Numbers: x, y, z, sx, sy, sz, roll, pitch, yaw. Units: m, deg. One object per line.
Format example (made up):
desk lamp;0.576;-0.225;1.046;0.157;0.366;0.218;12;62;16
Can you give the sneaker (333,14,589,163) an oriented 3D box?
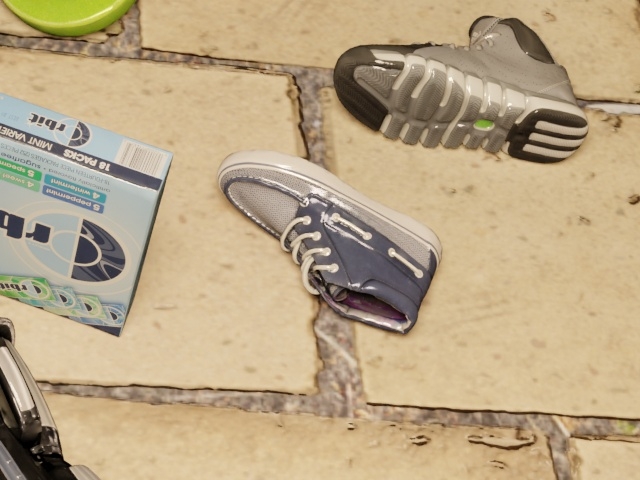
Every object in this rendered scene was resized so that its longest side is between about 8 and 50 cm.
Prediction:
sneaker;0.115;-0.146;1.533;0.229;0.086;0.132;15;46;-18

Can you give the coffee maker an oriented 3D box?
coffee maker;-0.235;0.164;1.179;0.171;0.120;0.178;-31;65;-12

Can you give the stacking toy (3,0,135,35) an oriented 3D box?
stacking toy;-0.202;-0.307;1.568;0.309;0.130;0.279;37;79;16

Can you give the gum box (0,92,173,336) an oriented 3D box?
gum box;-0.197;-0.019;1.270;0.157;0.184;0.041;19;52;-2

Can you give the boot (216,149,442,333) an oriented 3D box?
boot;0.000;0.000;1.387;0.190;0.069;0.086;22;48;-2
